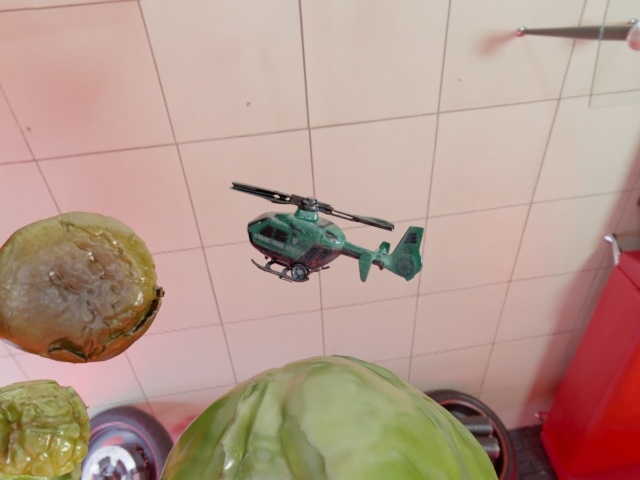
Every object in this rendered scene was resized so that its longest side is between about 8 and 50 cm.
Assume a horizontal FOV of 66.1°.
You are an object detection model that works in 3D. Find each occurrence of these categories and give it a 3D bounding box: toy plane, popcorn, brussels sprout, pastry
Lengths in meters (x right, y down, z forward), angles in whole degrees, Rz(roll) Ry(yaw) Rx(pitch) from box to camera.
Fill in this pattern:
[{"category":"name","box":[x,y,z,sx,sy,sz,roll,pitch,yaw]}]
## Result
[{"category":"toy plane","box":[0.000,0.000,0.895,0.382,0.106,0.155,19,110,24]},{"category":"popcorn","box":[-0.680,0.457,1.159,0.247,0.282,0.282,-1,130,-28]},{"category":"brussels sprout","box":[0.029,0.316,0.607,0.425,0.361,0.342,29,120,-19]},{"category":"pastry","box":[-0.523,0.101,1.057,0.356,0.356,0.164,9,169,-18]}]
